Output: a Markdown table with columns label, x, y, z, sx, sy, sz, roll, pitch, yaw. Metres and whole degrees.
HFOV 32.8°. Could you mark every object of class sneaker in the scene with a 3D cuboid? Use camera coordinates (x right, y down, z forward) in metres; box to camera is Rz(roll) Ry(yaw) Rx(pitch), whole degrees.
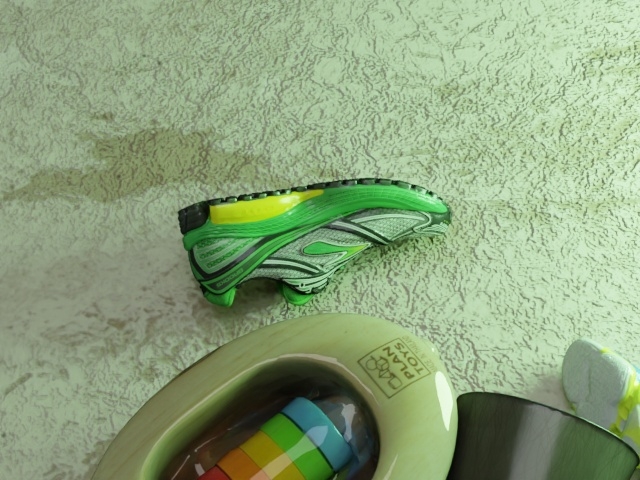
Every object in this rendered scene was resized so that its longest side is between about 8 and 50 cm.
| label | x | y | z | sx | sy | sz | roll | pitch | yaw |
| --- | --- | --- | --- | --- | --- | --- | --- | --- | --- |
| sneaker | 0.378 | 0.203 | 1.234 | 0.126 | 0.091 | 0.240 | 9 | 32 | -35 |
| sneaker | 0.000 | 0.000 | 1.362 | 0.344 | 0.134 | 0.146 | -9 | 94 | -11 |

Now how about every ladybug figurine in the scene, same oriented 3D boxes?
| label | x | y | z | sx | sy | sz | roll | pitch | yaw |
| --- | --- | --- | --- | --- | --- | --- | --- | --- | --- |
| ladybug figurine | -0.044 | 0.258 | 1.161 | 0.449 | 0.162 | 0.305 | -33 | 62 | -16 |

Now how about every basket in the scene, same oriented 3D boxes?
| label | x | y | z | sx | sy | sz | roll | pitch | yaw |
| --- | --- | --- | --- | --- | --- | --- | --- | --- | --- |
| basket | 0.203 | 0.300 | 1.134 | 0.204 | 0.154 | 0.227 | 20 | 65 | 11 |
